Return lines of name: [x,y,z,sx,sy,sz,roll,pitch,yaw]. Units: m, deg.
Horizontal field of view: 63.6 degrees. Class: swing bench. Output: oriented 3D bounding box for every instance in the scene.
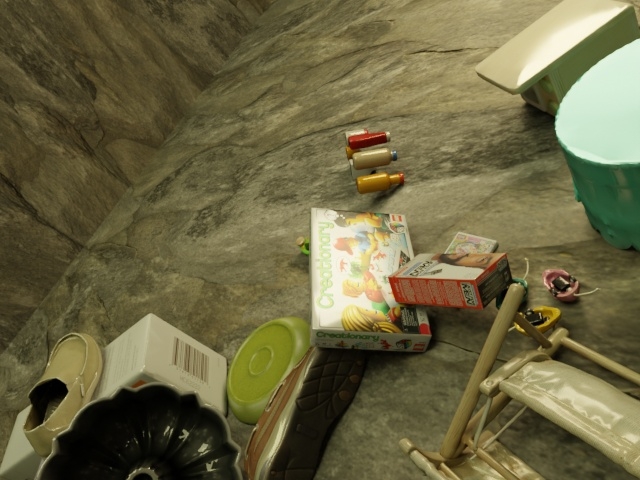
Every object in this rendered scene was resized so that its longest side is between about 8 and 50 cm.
swing bench: [0.269,0.223,0.558,0.254,0.165,0.253,-55,34,-3]

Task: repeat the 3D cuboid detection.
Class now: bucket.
bucket: [0.466,-0.135,0.685,0.281,0.183,0.281,-30,37,25]

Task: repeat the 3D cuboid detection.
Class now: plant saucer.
plant saucer: [-0.113,0.255,1.063,0.241,0.037,0.240,-30,37,26]

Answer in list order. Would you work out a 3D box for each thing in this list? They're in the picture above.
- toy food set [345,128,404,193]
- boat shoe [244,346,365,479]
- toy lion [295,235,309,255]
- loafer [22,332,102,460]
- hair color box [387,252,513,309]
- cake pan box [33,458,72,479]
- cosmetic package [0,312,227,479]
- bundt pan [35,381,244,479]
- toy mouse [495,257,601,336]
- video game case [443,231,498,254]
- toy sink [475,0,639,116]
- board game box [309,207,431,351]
toy food set: [0.123,-0.203,1.230,0.105,0.111,0.232,-9,28,1]
boat shoe: [-0.035,0.272,0.886,0.117,0.123,0.324,4,56,53]
toy lion: [0.000,0.000,1.215,0.100,0.034,0.096,-44,41,5]
loafer: [-0.488,0.275,0.980,0.102,0.092,0.268,-19,43,2]
hair color box: [0.201,0.060,0.813,0.093,0.053,0.167,-30,18,-37]
cake pan box: [-0.448,0.534,0.961,0.070,0.266,0.245,-8,43,8]
cosmetic package: [-0.445,0.381,1.130,0.453,0.230,0.161,-36,35,17]
bundt pan: [-0.298,0.418,0.887,0.124,0.331,0.330,113,-177,-66]
toy mouse: [0.319,0.081,0.760,0.161,0.031,0.143,-25,30,23]
video game case: [0.245,0.043,0.906,0.122,0.011,0.087,-54,34,-11]
toy sink: [0.441,-0.322,0.962,0.234,0.131,0.152,-36,34,8]
board game box: [0.076,0.060,0.937,0.193,0.053,0.305,4,42,-6]
